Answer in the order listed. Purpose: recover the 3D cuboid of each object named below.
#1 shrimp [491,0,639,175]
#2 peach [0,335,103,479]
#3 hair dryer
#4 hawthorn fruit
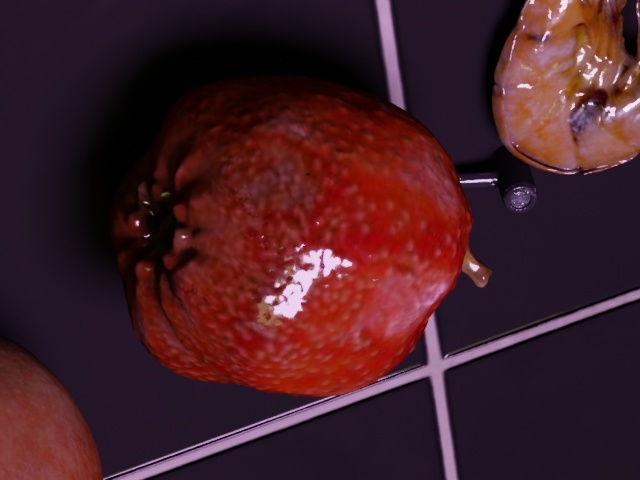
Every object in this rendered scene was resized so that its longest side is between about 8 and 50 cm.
[{"bbox_3d":[0.237,-0.156,1.256,0.289,0.075,0.178,-26,130,12],"label":"shrimp"},{"bbox_3d":[-0.255,0.172,1.168,0.252,0.252,0.252,-12,129,-16],"label":"peach"},{"bbox_3d":[0.104,-0.041,1.298,0.083,0.047,0.026,-1,126,-6],"label":"hair dryer"},{"bbox_3d":[0.000,0.000,1.183,0.253,0.205,0.205,6,122,-36],"label":"hawthorn fruit"}]
